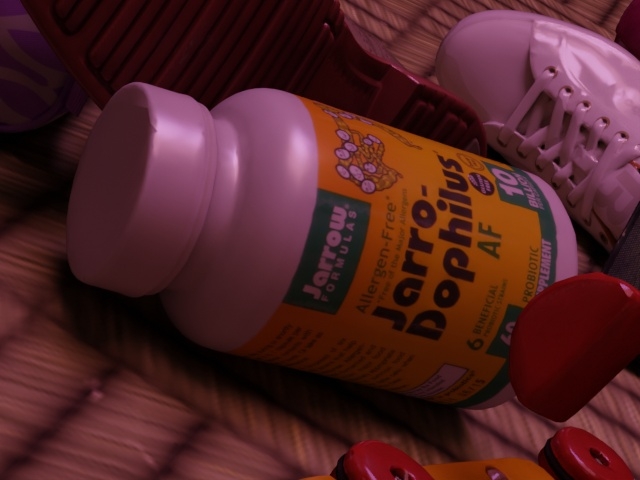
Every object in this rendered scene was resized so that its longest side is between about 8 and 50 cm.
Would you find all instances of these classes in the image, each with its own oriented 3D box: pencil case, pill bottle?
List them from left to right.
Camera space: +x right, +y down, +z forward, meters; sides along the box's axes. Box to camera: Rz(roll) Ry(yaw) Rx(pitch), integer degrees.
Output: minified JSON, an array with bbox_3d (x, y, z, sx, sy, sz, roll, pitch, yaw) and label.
[{"bbox_3d":[-0.131,-0.120,0.830,0.088,0.086,0.206,19,24,2],"label":"pencil case"},{"bbox_3d":[0.000,0.000,0.704,0.208,0.117,0.117,16,27,-28],"label":"pill bottle"}]

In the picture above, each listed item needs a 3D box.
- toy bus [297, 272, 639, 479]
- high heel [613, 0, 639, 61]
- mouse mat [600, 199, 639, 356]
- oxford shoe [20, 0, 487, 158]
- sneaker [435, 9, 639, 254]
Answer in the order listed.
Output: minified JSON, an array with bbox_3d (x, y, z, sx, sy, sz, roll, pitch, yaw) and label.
[{"bbox_3d":[0.044,0.119,0.400,0.202,0.191,0.104,-31,60,-18],"label":"toy bus"},{"bbox_3d":[0.355,-0.130,1.344,0.244,0.117,0.082,25,24,-9],"label":"high heel"},{"bbox_3d":[0.249,0.025,0.945,0.152,0.007,0.189,36,50,0],"label":"mouse mat"},{"bbox_3d":[-0.051,-0.097,0.796,0.130,0.123,0.348,40,2,38],"label":"oxford shoe"},{"bbox_3d":[0.193,-0.054,1.032,0.290,0.106,0.123,35,22,10],"label":"sneaker"}]
